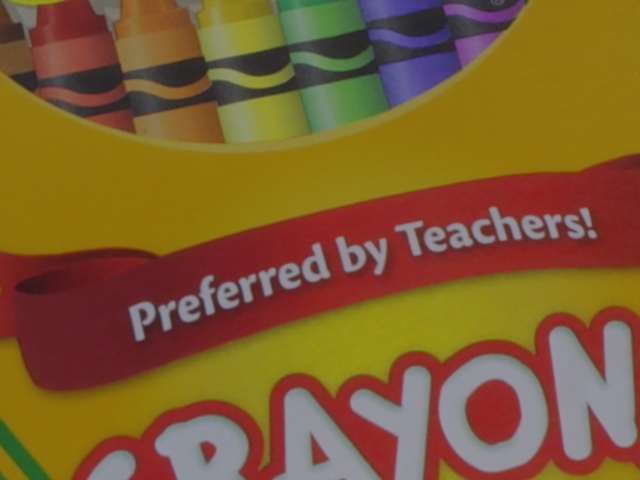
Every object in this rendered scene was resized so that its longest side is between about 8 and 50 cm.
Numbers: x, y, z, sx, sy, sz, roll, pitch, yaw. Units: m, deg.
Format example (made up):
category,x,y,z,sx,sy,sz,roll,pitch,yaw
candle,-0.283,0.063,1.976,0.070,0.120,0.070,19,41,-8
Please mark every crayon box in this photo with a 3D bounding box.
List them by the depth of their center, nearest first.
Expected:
category,x,y,z,sx,sy,sz,roll,pitch,yaw
crayon box,0.000,0.000,0.393,0.081,0.202,0.318,97,158,-68
